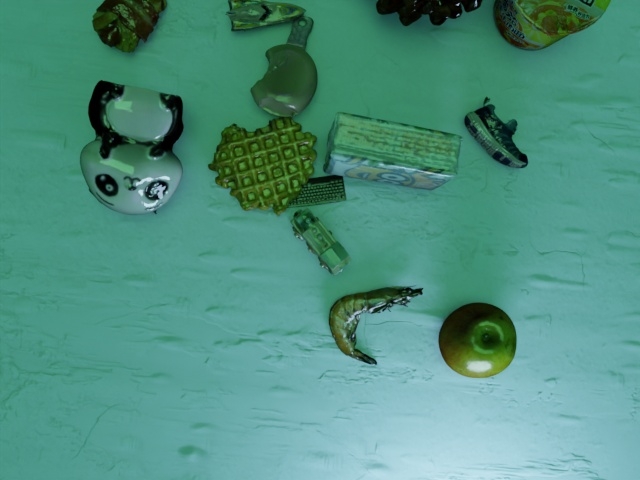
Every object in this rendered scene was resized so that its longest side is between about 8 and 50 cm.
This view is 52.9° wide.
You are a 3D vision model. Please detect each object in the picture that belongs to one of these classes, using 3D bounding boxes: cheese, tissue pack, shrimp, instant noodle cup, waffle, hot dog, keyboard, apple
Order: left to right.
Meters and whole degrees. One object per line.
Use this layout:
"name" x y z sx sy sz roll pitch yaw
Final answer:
"hot dog" -0.485 -0.583 1.637 0.146 0.103 0.213 30 86 -1
"waffle" -0.147 -0.210 1.662 0.291 0.051 0.291 0 85 -1
"cheese" -0.079 -0.460 1.664 0.163 0.082 0.287 13 73 -2
"keyboard" -0.033 -0.128 1.687 0.196 0.015 0.074 -7 88 -3
"shrimp" 0.157 0.219 1.673 0.261 0.051 0.198 -16 96 0
"tissue pack" 0.170 -0.214 1.595 0.310 0.228 0.128 9 87 -3
"apple" 0.398 0.252 1.616 0.195 0.196 0.196 0 88 -3
"instant noodle cup" 0.571 -0.618 1.639 0.264 0.200 0.265 0 88 -4

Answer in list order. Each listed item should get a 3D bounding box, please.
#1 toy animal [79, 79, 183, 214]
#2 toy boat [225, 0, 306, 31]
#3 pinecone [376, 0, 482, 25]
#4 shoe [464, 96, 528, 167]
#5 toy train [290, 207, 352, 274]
"toy animal" -0.454 -0.218 1.574 0.250 0.251 0.310 12 98 -2
"toy boat" -0.142 -0.590 1.673 0.210 0.066 0.085 -6 90 -4
"pinecone" 0.286 -0.718 1.557 0.397 0.398 0.398 0 88 -3
"shoe" 0.472 -0.274 1.677 0.106 0.091 0.207 -40 87 2
"toy train" 0.000 0.000 1.631 0.080 0.125 0.194 -39 91 -7
